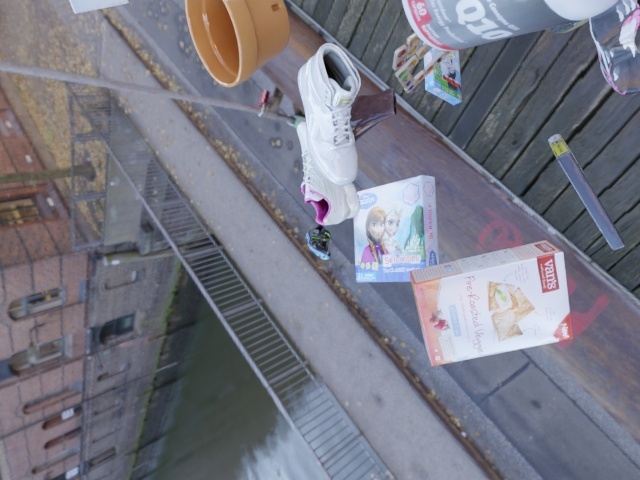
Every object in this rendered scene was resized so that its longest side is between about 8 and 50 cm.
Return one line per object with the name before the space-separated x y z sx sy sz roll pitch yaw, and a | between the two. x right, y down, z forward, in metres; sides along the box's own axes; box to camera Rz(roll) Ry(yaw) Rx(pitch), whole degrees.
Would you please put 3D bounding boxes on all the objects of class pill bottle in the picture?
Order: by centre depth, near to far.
pill bottle | 0.233 -0.314 0.485 0.283 0.161 0.162 23 121 61

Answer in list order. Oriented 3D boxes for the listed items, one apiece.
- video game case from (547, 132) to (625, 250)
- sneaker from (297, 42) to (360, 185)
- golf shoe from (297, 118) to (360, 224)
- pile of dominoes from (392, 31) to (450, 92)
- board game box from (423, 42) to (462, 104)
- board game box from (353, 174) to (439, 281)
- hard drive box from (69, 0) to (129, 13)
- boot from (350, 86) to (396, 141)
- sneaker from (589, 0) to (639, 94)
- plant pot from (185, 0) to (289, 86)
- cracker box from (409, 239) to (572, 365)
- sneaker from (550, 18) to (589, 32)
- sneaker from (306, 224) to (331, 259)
video game case | 0.687 -0.138 1.159 0.035 0.248 0.275 -31 98 30
sneaker | 0.031 -0.267 0.965 0.169 0.107 0.293 -178 69 -73
golf shoe | -0.002 -0.185 1.235 0.115 0.140 0.307 -13 106 62
pile of dominoes | 0.261 -0.417 0.919 0.251 0.196 0.040 -43 74 19
board game box | 0.394 -0.565 1.436 0.039 0.160 0.212 -13 75 47
board game box | 0.234 -0.024 1.442 0.318 0.065 0.319 -9 81 52
hard drive box | -0.402 -0.496 0.723 0.232 0.089 0.181 49 154 45
boot | 0.135 -0.372 1.399 0.206 0.090 0.249 -11 54 28
sneaker | 0.499 -0.333 0.760 0.071 0.077 0.179 -10 96 20
plant pot | -0.225 -0.615 1.276 0.290 0.203 0.291 40 146 34
cracker box | 0.279 0.105 0.734 0.232 0.067 0.156 -14 106 7
sneaker | 0.614 -0.561 0.831 0.410 0.181 0.158 -51 46 53
sneaker | 0.000 0.000 1.508 0.078 0.067 0.188 -43 27 13
